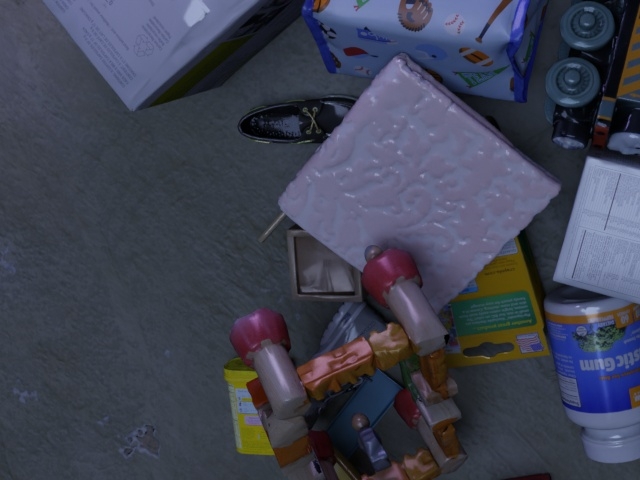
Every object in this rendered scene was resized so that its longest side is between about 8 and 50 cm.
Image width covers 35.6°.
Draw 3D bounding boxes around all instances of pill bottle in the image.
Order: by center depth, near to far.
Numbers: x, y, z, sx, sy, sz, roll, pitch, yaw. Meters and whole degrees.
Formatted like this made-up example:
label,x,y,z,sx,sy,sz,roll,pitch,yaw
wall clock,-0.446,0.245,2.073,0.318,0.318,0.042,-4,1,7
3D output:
label,x,y,z,sx,sy,sz,roll,pitch,yaw
pill bottle,0.455,0.208,1.592,0.152,0.152,0.272,-10,100,20

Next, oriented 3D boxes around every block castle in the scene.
label,x,y,z,sx,sy,sz,roll,pitch,yaw
block castle,0.050,0.233,1.567,0.303,0.213,0.453,-24,140,-6

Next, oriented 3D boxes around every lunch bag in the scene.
label,x,y,z,sx,sy,sz,roll,pitch,yaw
lunch bag,0.185,-0.436,1.461,0.328,0.239,0.385,14,75,16

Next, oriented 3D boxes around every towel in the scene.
label,x,y,z,sx,sy,sz,roll,pitch,yaw
towel,0.143,-0.072,1.505,0.317,0.053,0.332,36,125,-7

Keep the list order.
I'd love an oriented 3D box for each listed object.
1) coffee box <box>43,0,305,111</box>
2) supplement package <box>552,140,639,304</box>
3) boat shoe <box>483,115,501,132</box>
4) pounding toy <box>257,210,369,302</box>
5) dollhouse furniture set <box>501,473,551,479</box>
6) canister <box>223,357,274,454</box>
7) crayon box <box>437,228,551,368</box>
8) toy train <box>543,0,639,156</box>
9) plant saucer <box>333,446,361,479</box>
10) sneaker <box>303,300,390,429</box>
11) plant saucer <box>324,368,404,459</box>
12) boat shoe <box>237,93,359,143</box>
label,x,y,z,sx,sy,sz,roll,pitch,yaw
coffee box,-0.207,-0.448,1.545,0.338,0.334,0.337,-37,91,24
supplement package,0.509,-0.018,1.492,0.263,0.199,0.198,15,108,14
boat shoe,0.270,-0.107,1.624,0.072,0.068,0.190,-8,101,31
pounding toy,-0.009,-0.006,1.721,0.181,0.094,0.206,0,103,17
dollhouse furniture set,0.249,0.559,1.747,0.374,0.152,0.201,-16,98,21
canister,-0.108,0.307,1.844,0.126,0.073,0.169,-1,104,18
crayon box,0.242,0.049,1.627,0.203,0.083,0.323,-11,115,22
toy train,0.440,-0.279,1.439,0.190,0.142,0.333,14,78,16
plant saucer,0.054,0.574,1.792,0.333,0.081,0.332,44,122,32
sneaker,0.031,0.238,1.763,0.115,0.105,0.281,30,110,9
plant saucer,0.074,0.316,1.816,0.067,0.018,0.192,38,111,6
boat shoe,-0.028,-0.200,1.692,0.228,0.069,0.081,-4,102,19
